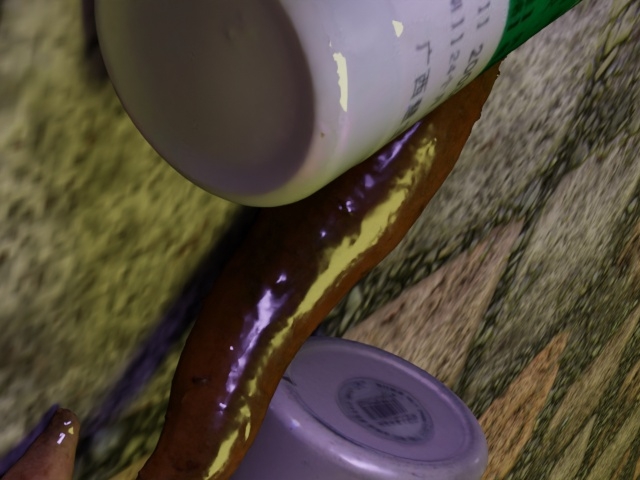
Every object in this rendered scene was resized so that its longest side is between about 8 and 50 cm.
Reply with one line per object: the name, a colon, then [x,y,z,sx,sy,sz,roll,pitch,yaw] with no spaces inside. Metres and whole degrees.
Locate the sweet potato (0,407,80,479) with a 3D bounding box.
sweet potato: [-0.149,0.193,0.433,0.281,0.059,0.067,-60,167,7]

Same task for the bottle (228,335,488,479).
bottle: [-0.018,0.179,0.611,0.120,0.120,0.253,-18,136,-58]

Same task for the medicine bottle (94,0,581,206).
medicine bottle: [0.046,-0.106,0.411,0.260,0.095,0.095,-39,151,-39]

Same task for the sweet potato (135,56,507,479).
sweet potato: [0.000,0.000,0.501,0.264,0.057,0.057,-54,157,-11]
